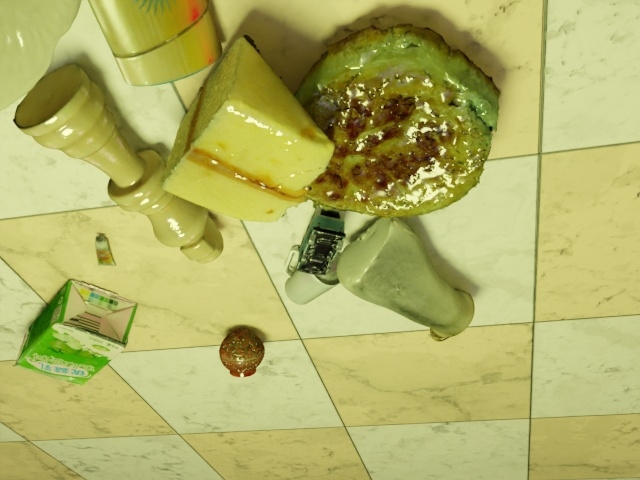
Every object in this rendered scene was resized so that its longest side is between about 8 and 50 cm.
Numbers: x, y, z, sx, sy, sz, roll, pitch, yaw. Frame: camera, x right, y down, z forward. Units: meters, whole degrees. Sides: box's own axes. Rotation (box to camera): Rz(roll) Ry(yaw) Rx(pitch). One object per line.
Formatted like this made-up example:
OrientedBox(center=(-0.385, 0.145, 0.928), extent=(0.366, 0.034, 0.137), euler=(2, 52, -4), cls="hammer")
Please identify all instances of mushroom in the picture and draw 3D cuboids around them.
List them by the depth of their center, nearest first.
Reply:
OrientedBox(center=(0.170, 0.081, 1.212), extent=(0.159, 0.122, 0.328), euler=(-20, 138, 40), cls="mushroom")

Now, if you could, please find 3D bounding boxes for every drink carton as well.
OrientedBox(center=(-0.520, 0.202, 1.432), extent=(0.161, 0.108, 0.271), euler=(26, 137, -27), cls="drink carton")

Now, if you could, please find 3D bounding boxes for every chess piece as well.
OrientedBox(center=(-0.276, -0.087, 1.038), extent=(0.117, 0.117, 0.397), euler=(-14, 141, 22), cls="chess piece")

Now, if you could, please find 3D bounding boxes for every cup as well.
OrientedBox(center=(-0.024, 0.060, 1.250), extent=(0.104, 0.074, 0.116), euler=(41, 138, -8), cls="cup")

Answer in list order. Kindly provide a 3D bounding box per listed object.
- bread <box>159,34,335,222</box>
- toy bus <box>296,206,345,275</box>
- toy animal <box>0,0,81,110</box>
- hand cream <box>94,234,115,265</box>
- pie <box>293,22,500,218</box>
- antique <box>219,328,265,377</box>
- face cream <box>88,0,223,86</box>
OrientedBox(center=(-0.089, -0.131, 0.912), extent=(0.178, 0.136, 0.240), euler=(24, 146, -21), cls="bread")
OrientedBox(center=(0.000, 0.000, 1.154), extent=(0.060, 0.075, 0.123), euler=(12, 142, -10), cls="toy bus")
OrientedBox(center=(-0.381, -0.317, 0.729), extent=(0.266, 0.188, 0.308), euler=(-24, 135, -4), cls="toy animal")
OrientedBox(center=(-0.403, 0.024, 1.263), extent=(0.035, 0.022, 0.102), euler=(1, 147, -10), cls="hand cream")
OrientedBox(center=(0.083, -0.139, 0.945), extent=(0.288, 0.103, 0.355), euler=(8, 142, -9), cls="pie")
OrientedBox(center=(-0.169, 0.240, 1.464), extent=(0.104, 0.104, 0.104), euler=(2, 143, 2), cls="antique")
OrientedBox(center=(-0.198, -0.296, 0.752), extent=(0.067, 0.139, 0.285), euler=(39, 157, 31), cls="face cream")
